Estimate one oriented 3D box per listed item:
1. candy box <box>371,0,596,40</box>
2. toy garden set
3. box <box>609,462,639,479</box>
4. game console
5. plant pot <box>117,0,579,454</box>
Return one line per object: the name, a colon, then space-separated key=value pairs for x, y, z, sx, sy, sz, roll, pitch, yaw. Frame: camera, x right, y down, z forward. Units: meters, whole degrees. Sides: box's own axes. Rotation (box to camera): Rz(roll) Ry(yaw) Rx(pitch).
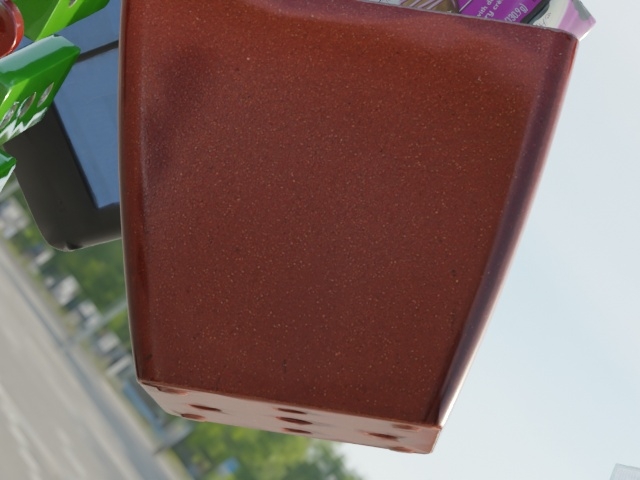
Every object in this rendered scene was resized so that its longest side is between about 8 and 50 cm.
candy box: x=0.081 y=-0.193 z=1.462 sx=0.233 sy=0.159 sz=0.071 roll=47 pitch=5 yaw=37
toy garden set: x=-0.183 y=-0.037 z=0.830 sx=0.049 sy=0.244 sz=0.204 roll=33 pitch=18 yaw=0
box: x=0.133 y=0.197 z=0.847 sx=0.043 sy=0.179 sz=0.105 roll=10 pitch=0 yaw=11
game console: x=-0.187 y=-0.170 z=1.586 sx=0.386 sy=0.060 sz=0.342 roll=-12 pitch=-81 yaw=49
plant pot: x=0.000 y=0.000 z=1.160 sx=0.267 sy=0.236 sz=0.267 roll=9 pitch=-12 yaw=3
